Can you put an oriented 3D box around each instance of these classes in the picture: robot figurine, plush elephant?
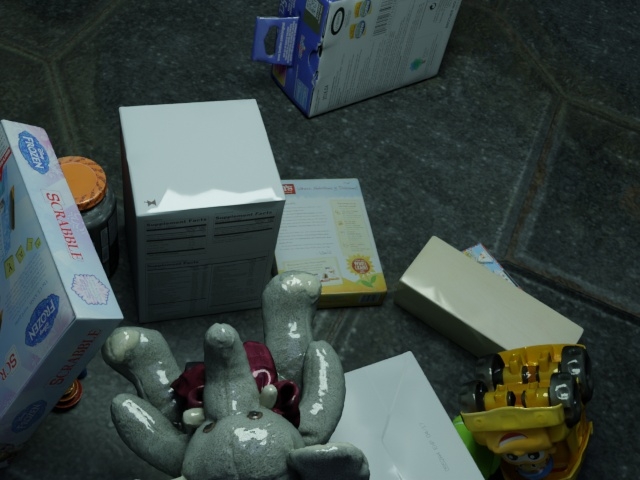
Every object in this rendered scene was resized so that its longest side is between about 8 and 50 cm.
[{"bbox_3d":[0.209,0.292,1.114,0.101,0.067,0.115,23,51,-1],"label":"robot figurine"},{"bbox_3d":[-0.089,0.191,0.835,0.272,0.255,0.329,-11,78,-9],"label":"plush elephant"}]

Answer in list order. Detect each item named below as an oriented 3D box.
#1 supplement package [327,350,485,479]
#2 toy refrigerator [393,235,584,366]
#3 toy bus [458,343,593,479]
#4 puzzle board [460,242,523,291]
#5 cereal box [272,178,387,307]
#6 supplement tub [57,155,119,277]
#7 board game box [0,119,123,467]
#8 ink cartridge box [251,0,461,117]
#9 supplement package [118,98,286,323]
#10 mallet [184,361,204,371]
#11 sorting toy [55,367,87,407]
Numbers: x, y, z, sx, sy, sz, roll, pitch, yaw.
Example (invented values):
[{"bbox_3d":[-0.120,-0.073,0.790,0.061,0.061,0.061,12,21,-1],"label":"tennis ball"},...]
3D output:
[{"bbox_3d":[0.074,0.312,1.019,0.204,0.145,0.261,-14,56,-23],"label":"supplement package"},{"bbox_3d":[0.256,0.118,1.243,0.270,0.094,0.102,32,65,14],"label":"toy refrigerator"},{"bbox_3d":[0.288,0.261,1.063,0.150,0.211,0.220,-9,8,27],"label":"toy bus"},{"bbox_3d":[0.275,0.065,1.343,0.096,0.011,0.128,-23,61,-26],"label":"puzzle board"},{"bbox_3d":[0.000,0.000,1.312,0.173,0.047,0.240,-1,52,-13],"label":"cereal box"},{"bbox_3d":[-0.357,-0.026,1.165,0.117,0.190,0.117,6,51,-7],"label":"supplement tub"},{"bbox_3d":[-0.401,0.071,1.010,0.066,0.318,0.318,7,44,-48],"label":"board game box"},{"bbox_3d":[0.065,-0.405,1.501,0.396,0.270,0.151,-24,59,-28],"label":"ink cartridge box"},{"bbox_3d":[-0.181,-0.040,1.166,0.198,0.262,0.199,-6,55,-16],"label":"supplement package"},{"bbox_3d":[-0.147,0.253,1.094,0.063,0.039,0.189,-3,58,-17],"label":"mallet"},{"bbox_3d":[-0.355,0.180,1.099,0.061,0.042,0.102,-14,56,-22],"label":"sorting toy"}]
